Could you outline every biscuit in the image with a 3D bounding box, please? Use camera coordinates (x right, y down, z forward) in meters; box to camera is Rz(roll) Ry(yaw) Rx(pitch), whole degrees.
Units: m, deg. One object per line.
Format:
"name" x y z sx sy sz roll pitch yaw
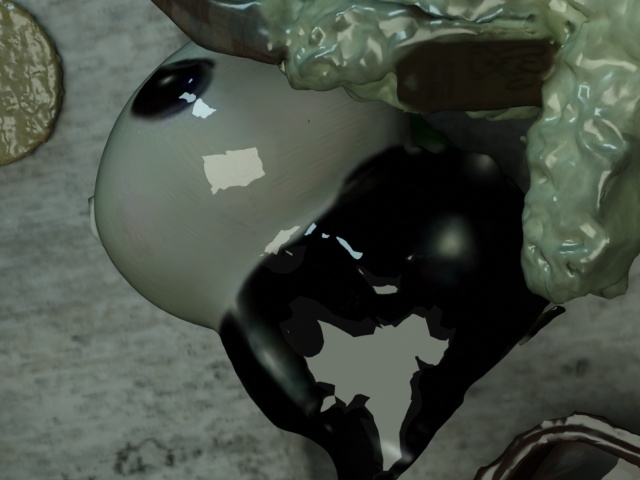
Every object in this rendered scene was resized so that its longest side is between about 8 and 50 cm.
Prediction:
"biscuit" -0.222 -0.104 1.171 0.120 0.015 0.120 4 104 15

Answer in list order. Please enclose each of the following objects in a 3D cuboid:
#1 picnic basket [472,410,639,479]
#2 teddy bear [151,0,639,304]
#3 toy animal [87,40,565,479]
"picnic basket" 0.213 0.222 1.059 0.297 0.129 0.222 29 108 8
"teddy bear" 0.154 -0.102 0.942 0.362 0.327 0.375 -13 141 40
"toy animal" 0.005 -0.006 1.034 0.267 0.212 0.212 48 111 9
